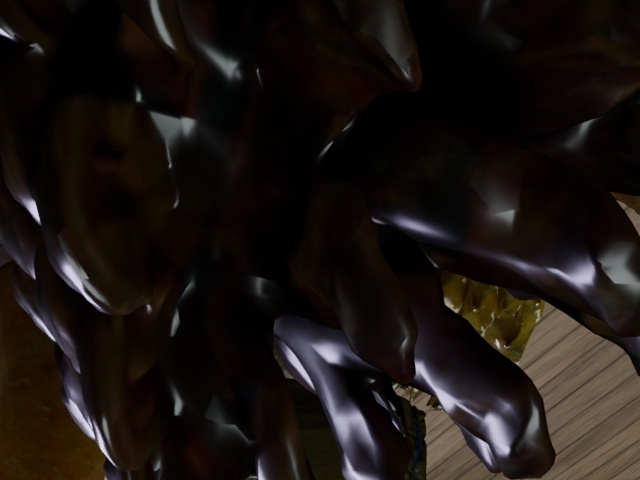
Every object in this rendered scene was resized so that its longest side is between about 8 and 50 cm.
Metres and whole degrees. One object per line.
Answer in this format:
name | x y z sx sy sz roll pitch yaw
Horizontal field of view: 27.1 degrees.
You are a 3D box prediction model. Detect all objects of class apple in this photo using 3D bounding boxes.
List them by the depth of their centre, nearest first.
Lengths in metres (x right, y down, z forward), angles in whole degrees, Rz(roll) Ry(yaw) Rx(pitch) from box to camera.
apple | -0.145 0.116 0.915 0.207 0.237 0.237 11 138 -37

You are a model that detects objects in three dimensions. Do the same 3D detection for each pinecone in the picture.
pinecone | 0.006 -0.061 0.560 0.397 0.398 0.398 -16 150 -9

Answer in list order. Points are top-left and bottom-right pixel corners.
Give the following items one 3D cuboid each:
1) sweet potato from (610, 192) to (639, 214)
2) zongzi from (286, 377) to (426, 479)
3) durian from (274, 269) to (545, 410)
sweet potato | 0.180 -0.100 0.937 0.067 0.059 0.281 15 166 29
zongzi | -0.085 0.154 1.057 0.260 0.123 0.289 -6 161 40
durian | 0.039 0.030 0.937 0.195 0.186 0.305 16 144 -16
